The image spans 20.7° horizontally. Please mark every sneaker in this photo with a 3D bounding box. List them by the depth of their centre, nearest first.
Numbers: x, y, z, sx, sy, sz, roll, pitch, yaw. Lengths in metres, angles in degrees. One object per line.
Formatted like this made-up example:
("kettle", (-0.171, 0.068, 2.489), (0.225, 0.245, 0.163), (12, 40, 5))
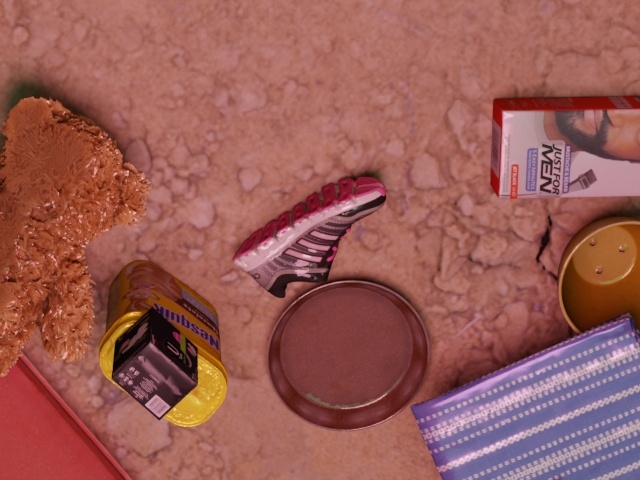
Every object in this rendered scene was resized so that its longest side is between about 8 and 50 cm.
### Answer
("sneaker", (0.000, 0.000, 1.740), (0.170, 0.063, 0.075), (-31, 109, 12))

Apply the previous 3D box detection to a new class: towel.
("towel", (0.267, 0.264, 1.747), (0.243, 0.040, 0.336), (-25, 98, 7))

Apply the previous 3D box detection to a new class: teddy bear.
("teddy bear", (-0.310, 0.021, 1.683), (0.245, 0.113, 0.338), (23, 95, 13))

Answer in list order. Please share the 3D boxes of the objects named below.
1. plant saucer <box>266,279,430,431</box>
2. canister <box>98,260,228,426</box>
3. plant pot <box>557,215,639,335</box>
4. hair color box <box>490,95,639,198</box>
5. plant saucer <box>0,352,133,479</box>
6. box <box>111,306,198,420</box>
("plant saucer", (0.028, 0.115, 1.801), (0.168, 0.029, 0.168), (-2, 109, -5))
("canister", (-0.153, 0.096, 1.702), (0.126, 0.170, 0.073), (36, 103, -16))
("plant pot", (0.296, 0.029, 1.757), (0.134, 0.095, 0.134), (-1, 110, -4))
("hair color box", (0.256, -0.092, 1.733), (0.167, 0.053, 0.093), (-2, 109, -5))
("plant saucer", (-0.341, 0.258, 1.810), (0.259, 0.048, 0.258), (-35, 109, 7))
("box", (-0.148, 0.110, 1.571), (0.052, 0.083, 0.062), (-42, 108, 11))
